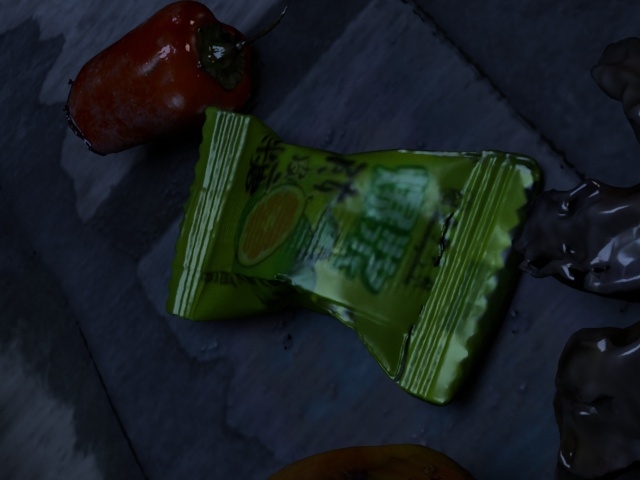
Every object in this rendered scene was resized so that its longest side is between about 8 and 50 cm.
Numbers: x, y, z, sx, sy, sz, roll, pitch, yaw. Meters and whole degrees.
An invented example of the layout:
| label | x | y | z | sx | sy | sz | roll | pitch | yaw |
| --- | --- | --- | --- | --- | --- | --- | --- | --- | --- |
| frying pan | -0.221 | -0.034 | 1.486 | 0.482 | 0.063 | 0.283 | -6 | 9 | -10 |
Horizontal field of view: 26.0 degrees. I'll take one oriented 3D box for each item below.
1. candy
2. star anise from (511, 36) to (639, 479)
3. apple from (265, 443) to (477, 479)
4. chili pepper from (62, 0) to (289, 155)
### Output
| label | x | y | z | sx | sy | sz | roll | pitch | yaw |
| --- | --- | --- | --- | --- | --- | --- | --- | --- | --- |
| candy | 0.000 | 0.000 | 0.817 | 0.246 | 0.069 | 0.149 | 11 | 77 | 42 |
| star anise | 0.216 | -0.001 | 0.599 | 0.331 | 0.117 | 0.332 | -12 | 68 | 32 |
| apple | 0.024 | 0.159 | 0.674 | 0.146 | 0.146 | 0.146 | -17 | 61 | 35 |
| chili pepper | -0.090 | -0.117 | 0.935 | 0.192 | 0.084 | 0.086 | -22 | 75 | 38 |
